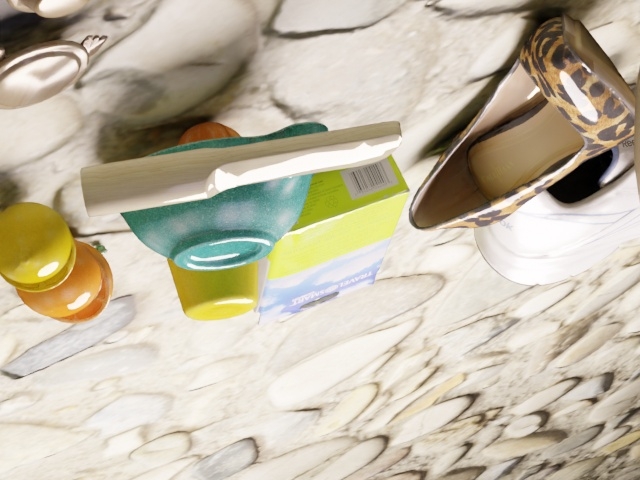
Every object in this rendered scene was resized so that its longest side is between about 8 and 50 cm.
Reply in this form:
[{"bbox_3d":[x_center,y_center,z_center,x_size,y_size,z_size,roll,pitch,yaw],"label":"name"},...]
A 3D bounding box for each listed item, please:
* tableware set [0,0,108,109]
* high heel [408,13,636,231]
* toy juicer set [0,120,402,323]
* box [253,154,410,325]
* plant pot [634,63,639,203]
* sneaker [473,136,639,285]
[{"bbox_3d":[-0.182,-0.104,1.011,0.168,0.020,0.141,-13,159,-31],"label":"tableware set"},{"bbox_3d":[0.129,-0.067,1.366,0.186,0.093,0.261,-34,169,7],"label":"high heel"},{"bbox_3d":[-0.102,-0.030,1.220,0.209,0.089,0.329,-3,162,-20],"label":"toy juicer set"},{"bbox_3d":[0.000,0.000,1.470,0.109,0.042,0.178,-19,160,-15],"label":"box"},{"bbox_3d":[0.327,-0.140,1.238,0.284,0.191,0.284,-8,165,-2],"label":"plant pot"},{"bbox_3d":[0.271,-0.055,1.572,0.297,0.111,0.129,-22,155,-12],"label":"sneaker"}]
